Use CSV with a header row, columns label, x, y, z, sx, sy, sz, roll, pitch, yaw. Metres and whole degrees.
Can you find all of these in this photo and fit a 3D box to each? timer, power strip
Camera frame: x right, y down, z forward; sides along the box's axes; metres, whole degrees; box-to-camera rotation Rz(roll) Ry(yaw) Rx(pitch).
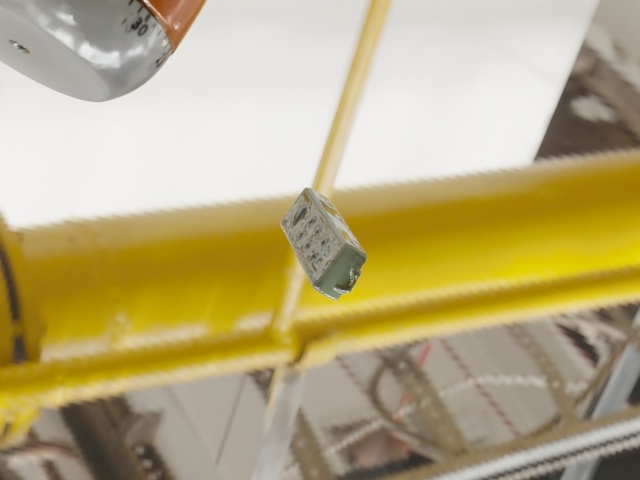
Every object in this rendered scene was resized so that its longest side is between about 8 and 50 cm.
label,x,y,z,sx,sy,sz,roll,pitch,yaw
timer,-0.086,-0.123,0.690,0.099,0.136,0.136,34,-158,-39
power strip,0.000,0.000,0.849,0.017,0.027,0.083,31,-167,-28
